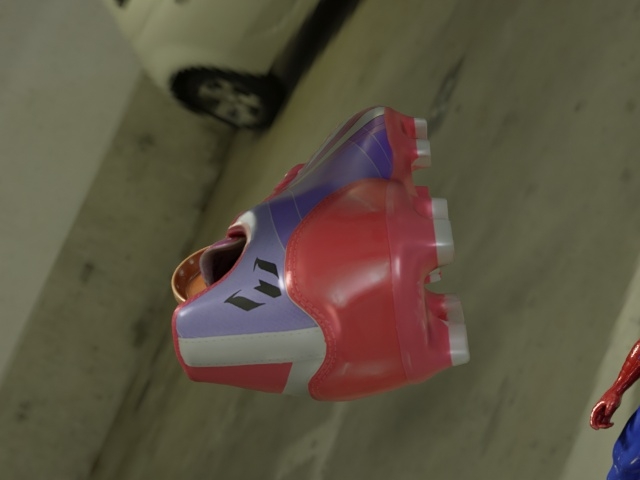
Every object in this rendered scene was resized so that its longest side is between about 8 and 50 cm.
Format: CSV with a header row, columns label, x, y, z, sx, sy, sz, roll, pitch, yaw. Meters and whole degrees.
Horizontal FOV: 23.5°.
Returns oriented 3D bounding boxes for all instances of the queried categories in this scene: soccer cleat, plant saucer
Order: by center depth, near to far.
label,x,y,z,sx,sy,sz,roll,pitch,yaw
soccer cleat,0.000,0.000,0.584,0.248,0.095,0.083,-93,-4,-77
plant saucer,-0.056,0.026,1.010,0.083,0.083,0.013,-80,-15,-57

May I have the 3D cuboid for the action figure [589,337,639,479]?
label,x,y,z,sx,sy,sz,roll,pitch,yaw
action figure,0.092,0.050,0.407,0.038,0.030,0.115,30,106,47
